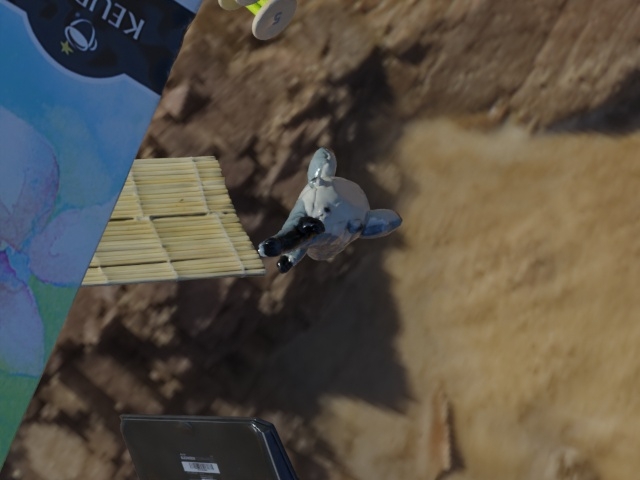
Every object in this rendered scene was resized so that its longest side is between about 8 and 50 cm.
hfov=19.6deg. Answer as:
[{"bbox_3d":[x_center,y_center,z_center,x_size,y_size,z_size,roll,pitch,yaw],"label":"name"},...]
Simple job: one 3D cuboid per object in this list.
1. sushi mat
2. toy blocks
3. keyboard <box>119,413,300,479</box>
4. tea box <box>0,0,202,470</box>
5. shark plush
[{"bbox_3d":[-0.215,-0.015,1.660,0.317,0.151,0.019,-3,142,-27],"label":"sushi mat"},{"bbox_3d":[-0.096,-0.265,1.725,0.054,0.123,0.148,-43,67,-6],"label":"toy blocks"},{"bbox_3d":[-0.070,0.167,1.269,0.180,0.023,0.108,-5,107,53],"label":"keyboard"},{"bbox_3d":[-0.240,-0.040,0.733,0.220,0.323,0.329,30,159,-28],"label":"tea box"},{"bbox_3d":[0.000,0.000,1.180,0.073,0.161,0.067,41,107,-5],"label":"shark plush"}]
